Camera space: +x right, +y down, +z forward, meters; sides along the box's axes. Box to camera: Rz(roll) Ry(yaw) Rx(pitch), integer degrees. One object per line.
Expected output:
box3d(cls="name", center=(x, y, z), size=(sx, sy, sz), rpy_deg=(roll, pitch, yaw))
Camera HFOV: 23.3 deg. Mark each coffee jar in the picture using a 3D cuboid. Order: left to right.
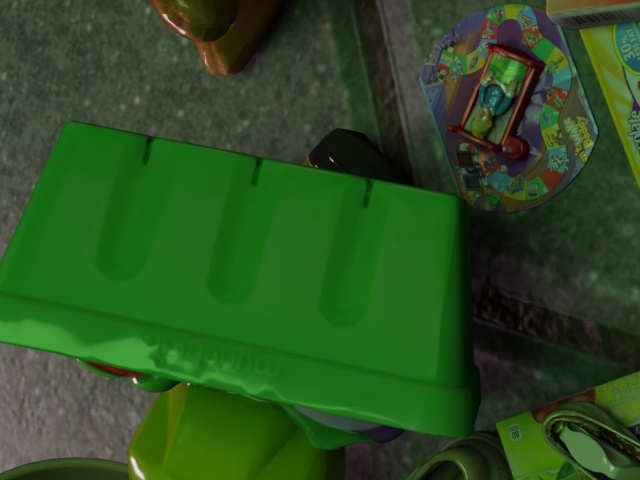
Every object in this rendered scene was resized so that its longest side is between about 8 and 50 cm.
box3d(cls="coffee jar", center=(0.000, 0.000, 1.303), size=(0.096, 0.079, 0.184), rpy_deg=(48, 114, 28))

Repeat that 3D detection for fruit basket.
box3d(cls="fruit basket", center=(-0.064, 0.117, 1.180), size=(0.392, 0.283, 0.392), rpy_deg=(0, 90, 7))

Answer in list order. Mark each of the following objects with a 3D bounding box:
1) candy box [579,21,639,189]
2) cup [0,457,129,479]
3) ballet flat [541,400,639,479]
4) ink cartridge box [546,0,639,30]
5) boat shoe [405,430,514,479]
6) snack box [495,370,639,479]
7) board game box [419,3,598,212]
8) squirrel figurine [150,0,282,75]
box3d(cls="candy box", center=(0.270, -0.100, 1.159), size=(0.105, 0.027, 0.206), rpy_deg=(-27, 75, 32))
box3d(cls="cup", center=(-0.221, 0.386, 1.333), size=(0.331, 0.331, 0.237), rpy_deg=(59, 144, 20))
box3d(cls="ballet flat", center=(0.224, 0.171, 1.086), size=(0.168, 0.052, 0.057), rpy_deg=(31, 104, 28))
box3d(cls="ink cartridge box", center=(0.244, -0.253, 1.150), size=(0.145, 0.045, 0.179), rpy_deg=(-4, 79, 36))
box3d(cls="boat shoe", center=(0.056, 0.284, 1.249), size=(0.109, 0.098, 0.302), rpy_deg=(40, 110, 26))
box3d(cls="snack box", center=(0.247, 0.203, 1.144), size=(0.174, 0.070, 0.207), rpy_deg=(-25, 77, 29))
box3d(cls="board game box", center=(0.142, -0.107, 1.239), size=(0.133, 0.033, 0.168), rpy_deg=(-24, 77, 31))
box3d(cls="squirrel figurine", center=(-0.111, -0.353, 1.206), size=(0.281, 0.370, 0.397), rpy_deg=(-16, 80, 32))
